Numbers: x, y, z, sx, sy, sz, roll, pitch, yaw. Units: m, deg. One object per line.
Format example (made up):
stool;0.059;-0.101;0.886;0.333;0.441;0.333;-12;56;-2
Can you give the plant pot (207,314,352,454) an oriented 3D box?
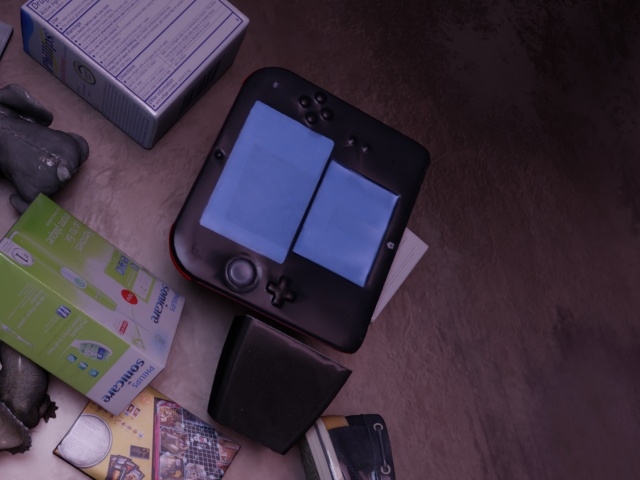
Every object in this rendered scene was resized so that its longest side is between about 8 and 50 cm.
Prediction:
plant pot;-0.084;0.236;1.328;0.188;0.187;0.167;28;80;-8

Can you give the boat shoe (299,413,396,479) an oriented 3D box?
boat shoe;0.107;0.507;1.299;0.155;0.187;0.501;-14;73;-16

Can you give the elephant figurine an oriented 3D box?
elephant figurine;-0.501;-0.165;1.302;0.239;0.186;0.169;43;30;-15

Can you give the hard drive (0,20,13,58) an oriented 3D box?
hard drive;-0.596;-0.325;1.411;0.094;0.022;0.135;20;68;-12

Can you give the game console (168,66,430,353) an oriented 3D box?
game console;-0.025;-0.058;1.305;0.341;0.060;0.387;26;70;-8

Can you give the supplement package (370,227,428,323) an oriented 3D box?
supplement package;0.000;0.000;1.423;0.293;0.175;0.177;41;67;-3

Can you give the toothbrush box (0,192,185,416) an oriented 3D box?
toothbrush box;-0.359;0.090;1.222;0.283;0.206;0.122;40;109;-16

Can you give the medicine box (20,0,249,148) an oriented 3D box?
medicine box;-0.322;-0.360;1.444;0.289;0.149;0.263;39;66;-3

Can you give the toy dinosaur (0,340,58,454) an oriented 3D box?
toy dinosaur;-0.440;0.196;1.224;0.120;0.160;0.314;14;70;-14

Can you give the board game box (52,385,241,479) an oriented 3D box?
board game box;-0.270;0.330;1.303;0.243;0.042;0.165;35;66;-5
